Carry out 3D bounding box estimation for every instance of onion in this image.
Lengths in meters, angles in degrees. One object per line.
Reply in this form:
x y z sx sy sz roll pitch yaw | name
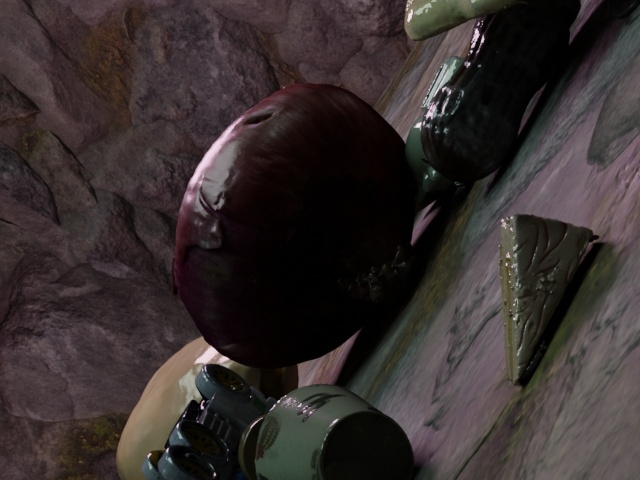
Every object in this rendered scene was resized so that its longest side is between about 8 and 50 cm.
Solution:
0.000 0.000 1.822 0.347 0.285 0.348 -28 -48 -36 | onion

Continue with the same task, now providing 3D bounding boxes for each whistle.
0.167 -0.156 1.796 0.101 0.105 0.253 26 92 55 | whistle

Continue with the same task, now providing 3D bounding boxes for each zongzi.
0.129 -0.057 1.923 0.104 0.052 0.113 -81 9 -62 | zongzi

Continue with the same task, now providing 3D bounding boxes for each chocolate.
0.186 -0.173 1.662 0.248 0.110 0.110 -58 4 -13 | chocolate

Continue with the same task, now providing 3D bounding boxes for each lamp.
-0.005 0.179 1.314 0.121 0.121 0.214 -60 17 -14 | lamp

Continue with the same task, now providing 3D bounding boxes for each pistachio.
-0.141 0.230 2.025 0.193 0.214 0.318 -4 -38 -47 | pistachio

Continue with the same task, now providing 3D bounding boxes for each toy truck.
-0.096 0.257 1.481 0.146 0.175 0.367 -56 6 17 | toy truck

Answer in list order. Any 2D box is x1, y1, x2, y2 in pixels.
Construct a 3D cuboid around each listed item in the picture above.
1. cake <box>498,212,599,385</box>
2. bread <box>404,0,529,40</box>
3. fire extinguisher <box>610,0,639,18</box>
0.142 0.041 1.107 0.052 0.065 0.121 132 161 -79 | cake
0.214 -0.287 1.580 0.316 0.054 0.316 -27 11 6 | bread
0.294 -0.252 1.427 0.157 0.045 0.078 131 155 -59 | fire extinguisher
